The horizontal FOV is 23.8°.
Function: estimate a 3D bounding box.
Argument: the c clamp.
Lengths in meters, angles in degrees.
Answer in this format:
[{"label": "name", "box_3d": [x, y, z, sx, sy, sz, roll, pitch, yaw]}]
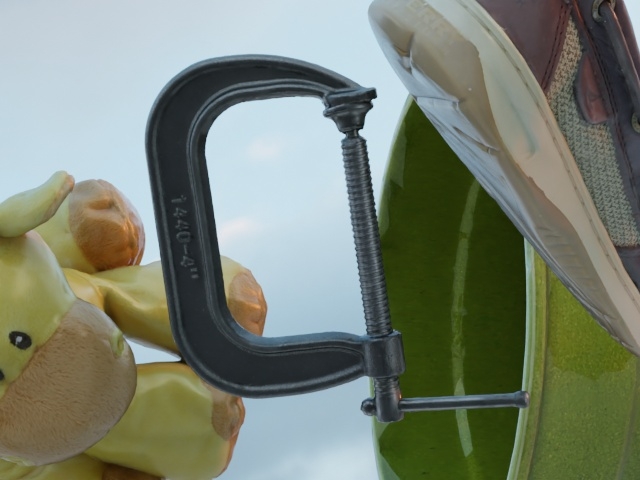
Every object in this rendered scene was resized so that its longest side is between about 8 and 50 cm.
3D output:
[{"label": "c clamp", "box_3d": [0.000, 0.000, 0.606, 0.137, 0.161, 0.022, -12, 7, 14]}]

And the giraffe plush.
[{"label": "giraffe plush", "box_3d": [-0.132, 0.043, 0.669, 0.210, 0.181, 0.170, 15, -11, -2]}]

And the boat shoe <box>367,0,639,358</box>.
[{"label": "boat shoe", "box_3d": [0.116, -0.037, 0.638, 0.092, 0.103, 0.285, -41, -39, 3]}]

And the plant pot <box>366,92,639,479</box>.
[{"label": "plant pot", "box_3d": [0.248, 0.061, 1.068, 0.352, 0.367, 0.366, 3, -32, -12]}]
